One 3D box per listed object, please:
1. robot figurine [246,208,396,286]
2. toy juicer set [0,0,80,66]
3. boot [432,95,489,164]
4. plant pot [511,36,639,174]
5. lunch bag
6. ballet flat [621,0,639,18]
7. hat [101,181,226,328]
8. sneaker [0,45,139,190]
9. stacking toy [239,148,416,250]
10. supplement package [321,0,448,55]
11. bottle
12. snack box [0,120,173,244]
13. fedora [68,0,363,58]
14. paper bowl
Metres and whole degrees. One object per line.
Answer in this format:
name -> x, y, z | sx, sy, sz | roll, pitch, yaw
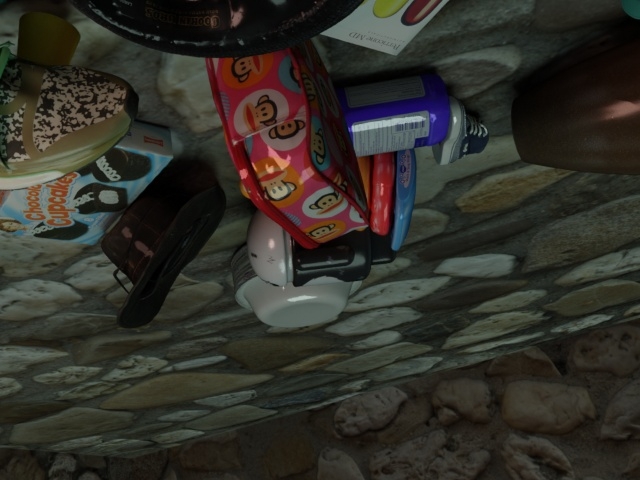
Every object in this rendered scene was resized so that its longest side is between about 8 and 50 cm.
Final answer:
robot figurine -> 0.000, 0.002, 1.411 | 0.278, 0.174, 0.209 | -5, 157, -6
toy juicer set -> -0.427, -0.274, 0.780 | 0.209, 0.090, 0.329 | 1, 163, 21
boot -> 0.237, -0.190, 1.235 | 0.086, 0.069, 0.190 | -16, 164, -3
plant pot -> 0.423, -0.193, 1.157 | 0.230, 0.215, 0.215 | -7, 160, 30
lunch bag -> -0.029, -0.145, 0.945 | 0.120, 0.293, 0.258 | -22, 153, 15
ballet flat -> 0.432, -0.373, 0.899 | 0.086, 0.086, 0.248 | -9, 157, -2
hat -> -0.300, 0.002, 1.310 | 0.134, 0.331, 0.331 | 32, 150, 2
sneaker -> -0.394, -0.167, 0.747 | 0.410, 0.158, 0.182 | 5, 150, -6
stacking toy -> 0.009, -0.093, 1.282 | 0.301, 0.175, 0.166 | 3, 155, 4
supplement package -> 0.085, -0.329, 0.772 | 0.139, 0.134, 0.244 | 6, 151, -31
bottle -> 0.050, -0.179, 1.137 | 0.282, 0.092, 0.118 | -10, 155, -1
snack box -> -0.393, -0.094, 1.194 | 0.187, 0.060, 0.322 | 10, 149, -36
fedora -> -0.099, -0.317, 0.689 | 0.334, 0.153, 0.334 | 1, 154, 0
paper bowl -> -0.049, 0.095, 1.637 | 0.284, 0.148, 0.284 | -7, 156, -3
